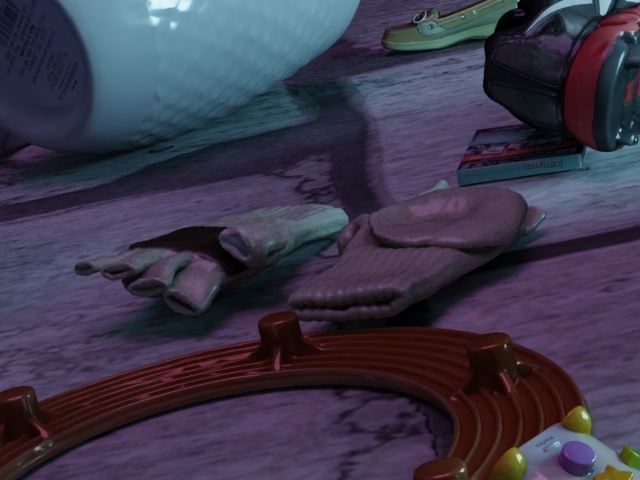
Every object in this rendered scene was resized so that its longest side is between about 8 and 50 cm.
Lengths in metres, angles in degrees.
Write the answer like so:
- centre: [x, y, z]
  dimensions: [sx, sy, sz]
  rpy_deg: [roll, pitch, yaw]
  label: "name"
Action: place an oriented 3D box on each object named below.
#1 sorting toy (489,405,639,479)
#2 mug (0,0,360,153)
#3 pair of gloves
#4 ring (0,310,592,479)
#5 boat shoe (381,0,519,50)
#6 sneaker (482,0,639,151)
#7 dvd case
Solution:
- centre: [0.106, 0.100, 0.632]
  dimensions: [0.075, 0.045, 0.083]
  rpy_deg: [25, 35, 35]
  label: "sorting toy"
- centre: [-0.186, -0.201, 1.591]
  dimensions: [0.374, 0.276, 0.328]
  rpy_deg: [-39, 0, 44]
  label: "mug"
- centre: [0.000, 0.000, 1.035]
  dimensions: [0.240, 0.042, 0.204]
  rpy_deg: [0, 15, 36]
  label: "pair of gloves"
- centre: [-0.050, 0.094, 0.772]
  dimensions: [0.336, 0.032, 0.336]
  rpy_deg: [-12, 15, 3]
  label: "ring"
- centre: [0.134, -0.222, 1.757]
  dimensions: [0.153, 0.048, 0.056]
  rpy_deg: [-8, 15, 14]
  label: "boat shoe"
- centre: [0.199, -0.138, 1.255]
  dimensions: [0.135, 0.098, 0.276]
  rpy_deg: [14, 23, 25]
  label: "sneaker"
- centre: [0.146, -0.066, 1.241]
  dimensions: [0.087, 0.013, 0.119]
  rpy_deg: [-8, 17, 14]
  label: "dvd case"
